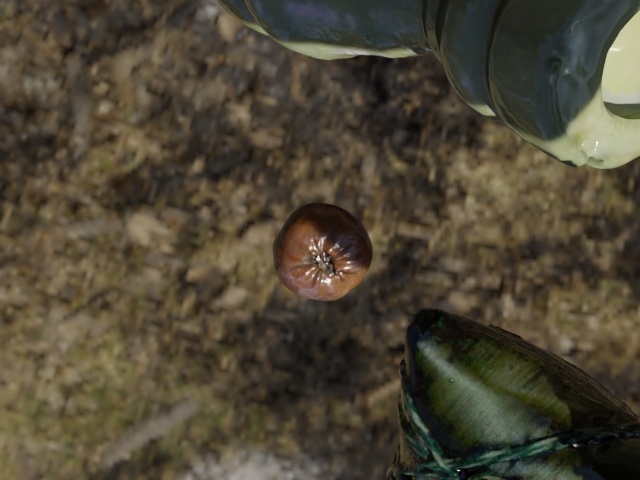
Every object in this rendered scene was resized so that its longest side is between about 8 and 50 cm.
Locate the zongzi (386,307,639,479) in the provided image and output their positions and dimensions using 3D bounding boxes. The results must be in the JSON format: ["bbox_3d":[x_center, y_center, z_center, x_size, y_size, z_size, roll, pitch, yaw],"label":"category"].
[{"bbox_3d":[0.198,0.187,1.514,0.319,0.362,0.383,41,142,7],"label":"zongzi"}]

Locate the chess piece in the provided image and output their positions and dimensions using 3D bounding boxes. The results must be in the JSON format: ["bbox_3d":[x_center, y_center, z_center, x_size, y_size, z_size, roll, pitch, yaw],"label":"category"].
[{"bbox_3d":[0.107,-0.212,1.444,0.442,0.234,0.234,35,162,45],"label":"chess piece"}]

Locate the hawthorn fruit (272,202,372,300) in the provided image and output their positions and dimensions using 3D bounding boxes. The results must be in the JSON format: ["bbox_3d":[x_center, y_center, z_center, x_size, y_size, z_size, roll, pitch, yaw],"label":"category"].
[{"bbox_3d":[0.000,0.000,1.158,0.067,0.103,0.066,-2,112,-4],"label":"hawthorn fruit"}]
